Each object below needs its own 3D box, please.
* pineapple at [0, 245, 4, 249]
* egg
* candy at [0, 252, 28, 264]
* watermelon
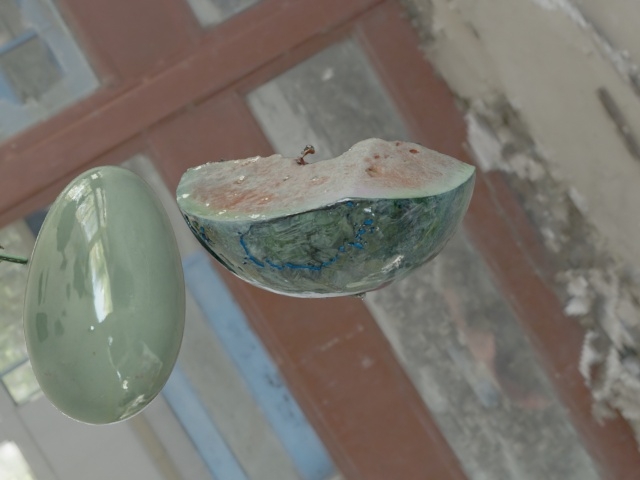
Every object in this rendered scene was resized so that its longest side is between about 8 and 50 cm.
[{"bbox_3d":[-0.431,-0.013,1.531,0.114,0.077,0.114,48,-160,-14],"label":"pineapple"},{"bbox_3d":[-0.306,0.078,1.792,0.230,0.230,0.370,-177,90,-75],"label":"egg"},{"bbox_3d":[-0.415,0.003,1.366,0.062,0.194,0.058,-163,85,-80],"label":"candy"},{"bbox_3d":[0.002,0.005,1.334,0.188,0.322,0.175,-62,-41,-57],"label":"watermelon"}]
